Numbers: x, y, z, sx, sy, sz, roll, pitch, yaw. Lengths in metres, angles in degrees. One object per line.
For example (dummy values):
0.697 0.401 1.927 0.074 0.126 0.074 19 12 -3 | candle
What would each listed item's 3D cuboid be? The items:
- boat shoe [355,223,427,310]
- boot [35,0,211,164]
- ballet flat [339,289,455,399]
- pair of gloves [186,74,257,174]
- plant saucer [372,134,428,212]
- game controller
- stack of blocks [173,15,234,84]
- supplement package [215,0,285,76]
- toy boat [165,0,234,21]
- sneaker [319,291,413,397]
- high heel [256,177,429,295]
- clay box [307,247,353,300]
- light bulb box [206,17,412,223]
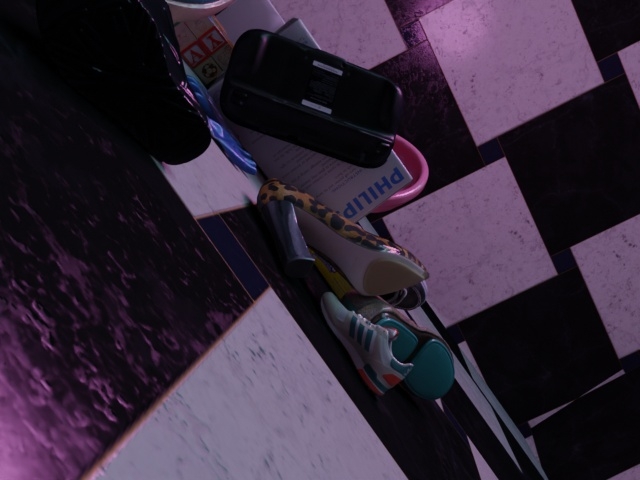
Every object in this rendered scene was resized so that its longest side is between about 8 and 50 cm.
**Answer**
0.126 0.089 1.507 0.335 0.121 0.119 34 28 -42 | boat shoe
-0.203 -0.215 0.711 0.207 0.094 0.246 64 4 35 | boot
0.125 0.160 1.150 0.106 0.107 0.316 43 -3 42 | ballet flat
-0.166 -0.193 1.166 0.159 0.023 0.198 50 9 -37 | pair of gloves
0.102 -0.177 1.803 0.332 0.332 0.084 -119 -149 -43 | plant saucer
-0.007 -0.240 1.222 0.319 0.167 0.067 17 -11 -18 | game controller
-0.272 -0.457 1.427 0.171 0.087 0.297 49 9 -41 | stack of blocks
-0.147 -0.439 1.722 0.199 0.198 0.262 56 7 3 | supplement package
-0.275 -0.497 1.157 0.318 0.148 0.267 43 40 0 | toy boat
0.064 0.128 0.973 0.161 0.075 0.057 57 7 18 | sneaker
0.035 -0.015 1.049 0.261 0.093 0.186 10 39 -32 | high heel
0.000 0.000 1.239 0.222 0.053 0.127 56 7 2 | clay box
-0.028 -0.233 1.442 0.361 0.225 0.358 52 8 -17 | light bulb box
